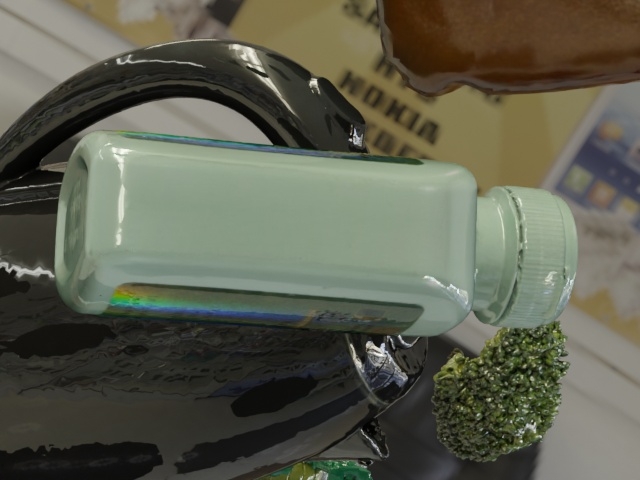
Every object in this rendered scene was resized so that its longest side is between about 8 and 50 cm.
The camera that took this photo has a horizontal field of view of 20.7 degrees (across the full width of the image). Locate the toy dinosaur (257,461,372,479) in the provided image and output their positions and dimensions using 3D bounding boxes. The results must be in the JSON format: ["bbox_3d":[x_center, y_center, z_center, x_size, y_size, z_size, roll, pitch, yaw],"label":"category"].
[{"bbox_3d":[-0.064,0.192,1.520,0.259,0.094,0.153,11,11,-27],"label":"toy dinosaur"}]

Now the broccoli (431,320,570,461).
[{"bbox_3d":[0.113,0.087,1.071,0.095,0.097,0.092,3,28,35],"label":"broccoli"}]

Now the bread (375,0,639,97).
[{"bbox_3d":[0.194,-0.256,1.077,0.333,0.323,0.143,-3,19,9],"label":"bread"}]

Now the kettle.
[{"bbox_3d":[-0.082,0.022,1.014,0.207,0.290,0.268,-47,123,-63],"label":"kettle"}]

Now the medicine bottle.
[{"bbox_3d":[0.000,0.000,0.794,0.229,0.083,0.121,4,-8,-16],"label":"medicine bottle"}]
